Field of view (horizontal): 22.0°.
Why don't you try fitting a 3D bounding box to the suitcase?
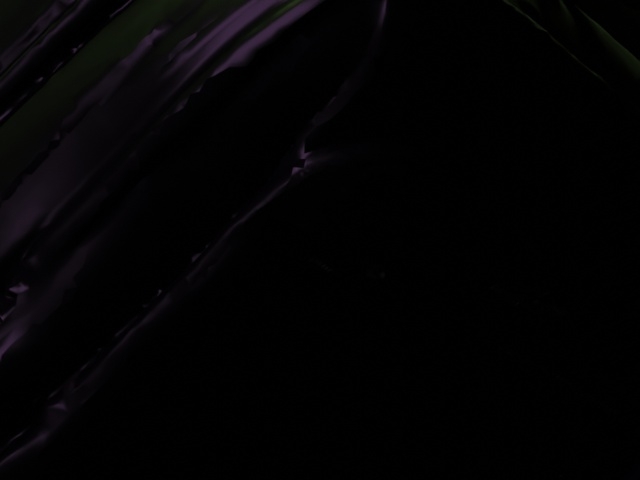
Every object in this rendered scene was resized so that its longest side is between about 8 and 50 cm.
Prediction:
[{"bbox_3d":[0.000,0.000,0.664,0.339,0.345,0.188,-41,50,19],"label":"suitcase"}]
